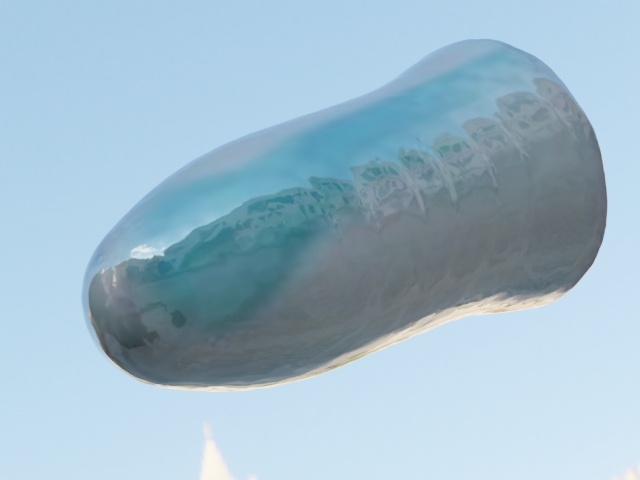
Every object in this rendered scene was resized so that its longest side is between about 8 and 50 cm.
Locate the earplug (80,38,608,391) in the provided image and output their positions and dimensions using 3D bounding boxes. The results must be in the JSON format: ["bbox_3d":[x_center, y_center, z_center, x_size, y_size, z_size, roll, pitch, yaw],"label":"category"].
[{"bbox_3d":[0.000,0.000,0.775,0.324,0.185,0.185,-20,-22,-40],"label":"earplug"}]
